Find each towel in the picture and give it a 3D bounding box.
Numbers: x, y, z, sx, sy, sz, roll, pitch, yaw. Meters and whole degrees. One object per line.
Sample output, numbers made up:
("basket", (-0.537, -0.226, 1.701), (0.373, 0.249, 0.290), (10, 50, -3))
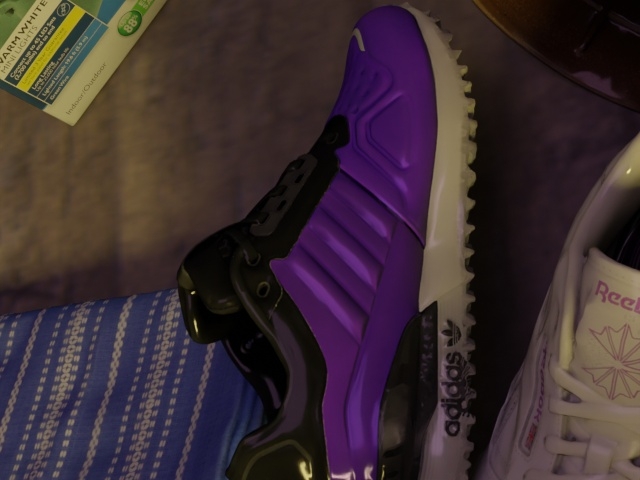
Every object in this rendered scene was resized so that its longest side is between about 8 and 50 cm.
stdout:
("towel", (-0.175, 0.134, 0.785), (0.336, 0.040, 0.243), (-9, 51, 29))

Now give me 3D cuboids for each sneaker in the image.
("sneaker", (0.122, 0.082, 0.620), (0.114, 0.152, 0.305), (15, 78, 19))
("sneaker", (0.000, 0.000, 0.700), (0.146, 0.102, 0.293), (4, 65, -6))

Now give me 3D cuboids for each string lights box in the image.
("string lights box", (-0.210, -0.179, 0.814), (0.077, 0.259, 0.133), (40, 97, 30))

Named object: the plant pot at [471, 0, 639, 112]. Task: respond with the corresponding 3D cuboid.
("plant pot", (0.175, -0.171, 0.679), (0.167, 0.167, 0.165), (28, 82, 31))
